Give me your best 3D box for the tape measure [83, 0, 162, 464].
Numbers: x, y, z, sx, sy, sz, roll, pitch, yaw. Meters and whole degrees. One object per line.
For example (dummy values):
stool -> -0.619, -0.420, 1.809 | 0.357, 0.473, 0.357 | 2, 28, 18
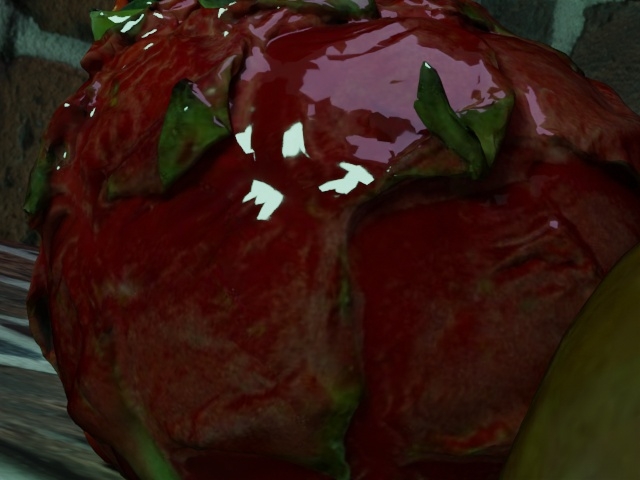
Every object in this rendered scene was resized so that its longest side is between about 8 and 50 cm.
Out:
tape measure -> 0.000, 0.001, 0.968 | 0.114, 0.253, 0.260 | 7, 2, 41

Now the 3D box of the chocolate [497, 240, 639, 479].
chocolate -> 0.110, 0.070, 0.463 | 0.177, 0.176, 0.177 | 13, 1, 0

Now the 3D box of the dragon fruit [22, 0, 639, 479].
dragon fruit -> 0.029, 0.019, 0.745 | 0.299, 0.244, 0.244 | 33, -7, -21
